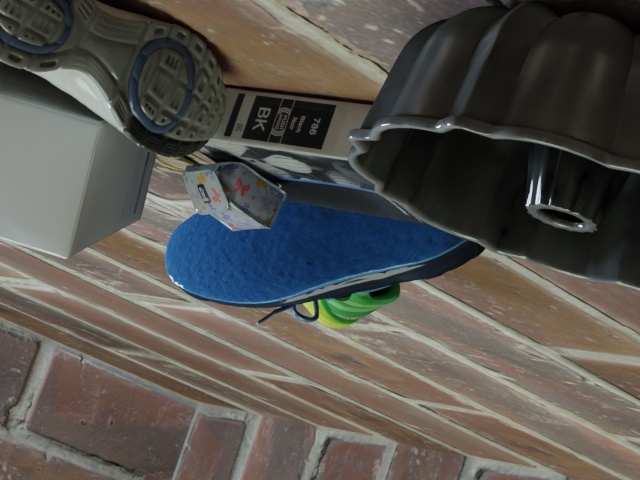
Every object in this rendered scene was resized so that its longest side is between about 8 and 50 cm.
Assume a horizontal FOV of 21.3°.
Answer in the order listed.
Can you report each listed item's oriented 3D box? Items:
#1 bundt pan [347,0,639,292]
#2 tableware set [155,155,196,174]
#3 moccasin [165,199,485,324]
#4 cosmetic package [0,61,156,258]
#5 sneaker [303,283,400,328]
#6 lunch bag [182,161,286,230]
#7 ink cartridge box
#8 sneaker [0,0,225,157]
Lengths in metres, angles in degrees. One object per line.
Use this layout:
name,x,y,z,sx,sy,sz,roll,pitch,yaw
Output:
bundt pan,0.191,-0.071,1.236,0.330,0.124,0.331,17,168,4
tableware set,-0.210,-0.106,1.915,0.141,0.020,0.169,17,168,10
moccasin,0.010,0.023,1.756,0.342,0.138,0.117,-2,164,22
cosmetic package,-0.294,-0.093,1.637,0.224,0.138,0.224,17,-168,9
sneaker,0.000,0.000,1.943,0.123,0.109,0.295,-19,147,20
lunch bag,-0.088,-0.045,1.643,0.083,0.053,0.071,37,159,-29
ink cartridge box,0.042,-0.074,1.590,0.332,0.065,0.165,9,164,36
sneaker,-0.203,-0.172,1.489,0.297,0.111,0.129,33,178,-38
